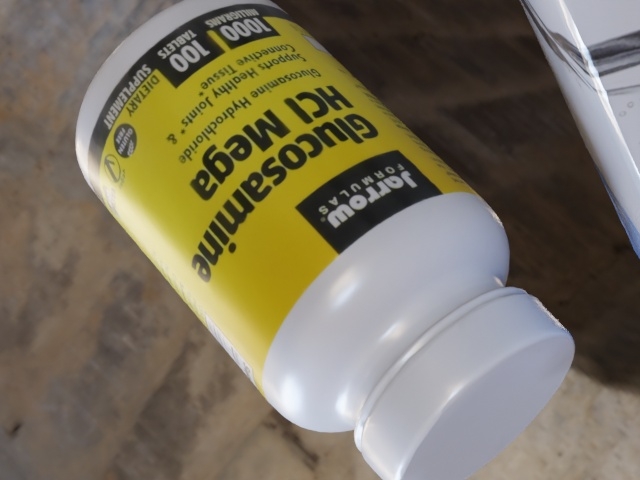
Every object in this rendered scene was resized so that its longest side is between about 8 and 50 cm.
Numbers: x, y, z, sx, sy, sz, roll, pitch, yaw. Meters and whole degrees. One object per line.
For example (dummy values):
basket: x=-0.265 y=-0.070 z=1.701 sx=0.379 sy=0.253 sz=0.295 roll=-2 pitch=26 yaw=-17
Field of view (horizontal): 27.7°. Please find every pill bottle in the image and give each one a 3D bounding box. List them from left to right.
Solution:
pill bottle: x=0.000 y=0.000 z=0.849 sx=0.188 sy=0.334 sz=0.188 roll=-32 pitch=150 yaw=-21

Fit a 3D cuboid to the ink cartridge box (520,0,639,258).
ink cartridge box: x=0.243 y=-0.150 z=0.621 sx=0.285 sy=0.395 sz=0.166 roll=-27 pitch=-146 yaw=9
